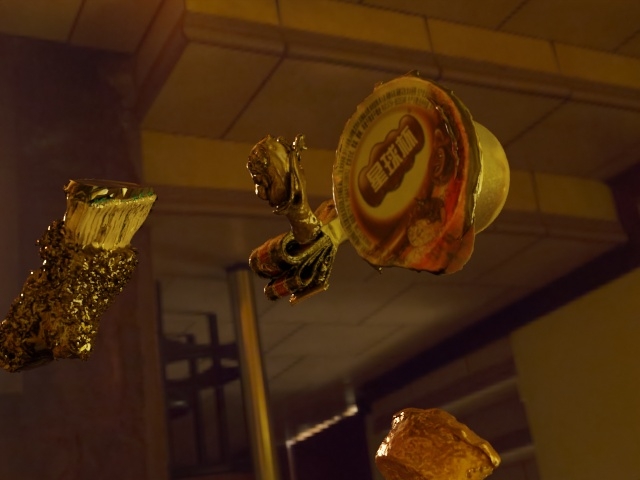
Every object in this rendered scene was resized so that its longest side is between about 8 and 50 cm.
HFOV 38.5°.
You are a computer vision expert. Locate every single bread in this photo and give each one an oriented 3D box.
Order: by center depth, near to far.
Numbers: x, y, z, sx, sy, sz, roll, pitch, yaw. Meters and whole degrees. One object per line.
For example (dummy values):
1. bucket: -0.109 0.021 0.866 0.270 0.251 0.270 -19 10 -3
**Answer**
1. bread: 0.177 0.356 1.519 0.139 0.143 0.229 42 155 -17

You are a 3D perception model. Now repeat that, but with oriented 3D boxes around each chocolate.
1. chocolate: 0.131 -0.063 0.977 0.147 0.221 0.221 5 155 -36

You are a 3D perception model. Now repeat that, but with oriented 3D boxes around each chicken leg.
1. chicken leg: -0.046 -0.075 1.426 0.080 0.125 0.196 -7 116 25

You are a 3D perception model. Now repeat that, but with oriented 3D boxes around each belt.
1. belt: 0.000 0.000 1.686 0.094 0.126 0.359 -28 -171 34

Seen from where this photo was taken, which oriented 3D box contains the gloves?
1. gloves: -0.340 0.057 1.269 0.135 0.312 0.210 27 -167 -9
